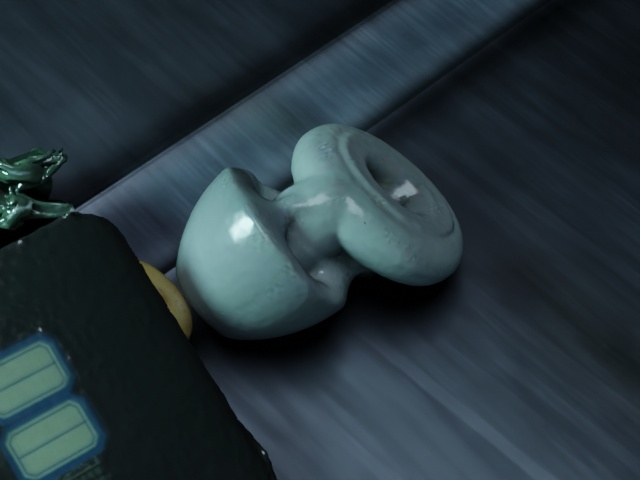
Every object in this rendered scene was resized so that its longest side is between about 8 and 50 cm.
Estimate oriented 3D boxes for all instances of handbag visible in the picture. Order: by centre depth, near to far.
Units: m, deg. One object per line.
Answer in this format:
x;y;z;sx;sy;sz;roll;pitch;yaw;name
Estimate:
-0.380;-0.037;1.510;0.247;0.260;0.079;-11;96;-15;handbag

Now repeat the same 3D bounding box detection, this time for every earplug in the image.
0.003;-0.008;1.563;0.325;0.175;0.214;-20;59;-31;earplug

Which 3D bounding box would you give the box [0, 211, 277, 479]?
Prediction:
-0.253;0.184;1.350;0.359;0.091;0.350;-31;87;-29;box

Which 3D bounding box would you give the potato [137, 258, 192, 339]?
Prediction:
-0.210;0.068;1.511;0.178;0.109;0.118;29;32;14;potato
